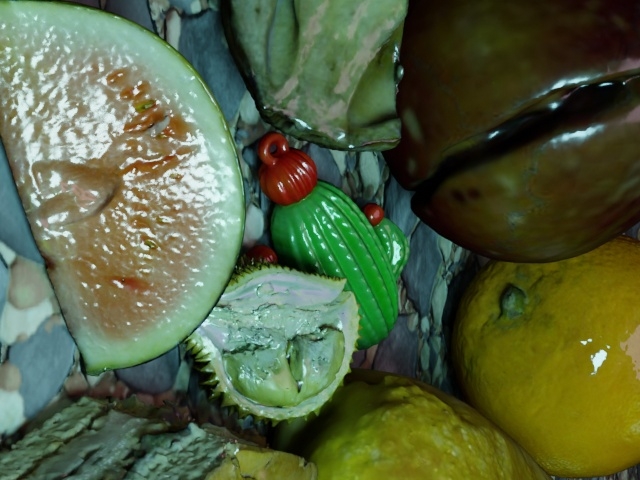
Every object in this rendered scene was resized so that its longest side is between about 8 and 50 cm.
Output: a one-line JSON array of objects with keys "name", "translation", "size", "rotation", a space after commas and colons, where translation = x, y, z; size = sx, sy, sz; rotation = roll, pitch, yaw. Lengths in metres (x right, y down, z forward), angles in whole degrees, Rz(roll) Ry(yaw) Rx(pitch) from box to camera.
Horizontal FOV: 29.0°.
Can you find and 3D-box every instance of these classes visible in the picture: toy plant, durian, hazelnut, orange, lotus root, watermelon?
[{"name": "toy plant", "translation": [-0.002, 0.014, 1.182], "size": [0.240, 0.088, 0.155], "rotation": [33, 78, -42]}, {"name": "durian", "translation": [-0.066, 0.084, 1.074], "size": [0.208, 0.102, 0.147], "rotation": [23, 68, -32]}, {"name": "hazelnut", "translation": [0.255, -0.182, 1.354], "size": [0.429, 0.402, 0.402], "rotation": [-13, 101, -44]}, {"name": "orange", "translation": [0.308, 0.132, 1.490], "size": [0.312, 0.312, 0.312], "rotation": [1, 88, -60]}, {"name": "lotus root", "translation": [-0.004, -0.232, 1.149], "size": [0.210, 0.142, 0.314], "rotation": [21, 72, -18]}, {"name": "watermelon", "translation": [-0.148, -0.066, 0.948], "size": [0.128, 0.159, 0.304], "rotation": [-117, -168, -66]}]

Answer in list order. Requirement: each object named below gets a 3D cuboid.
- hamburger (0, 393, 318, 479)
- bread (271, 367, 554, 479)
[{"name": "hamburger", "translation": [-0.121, 0.205, 0.919], "size": [0.282, 0.155, 0.245], "rotation": [-47, 136, -43]}, {"name": "bread", "translation": [0.086, 0.314, 1.161], "size": [0.394, 0.250, 0.361], "rotation": [46, 51, -50]}]
